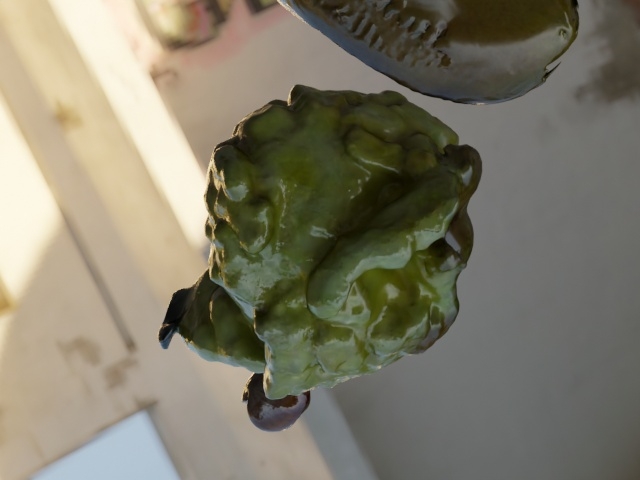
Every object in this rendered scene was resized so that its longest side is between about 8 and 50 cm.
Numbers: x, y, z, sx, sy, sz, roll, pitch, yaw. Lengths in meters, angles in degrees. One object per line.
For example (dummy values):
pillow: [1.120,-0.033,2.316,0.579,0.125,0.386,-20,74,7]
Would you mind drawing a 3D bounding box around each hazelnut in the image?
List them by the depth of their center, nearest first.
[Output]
hazelnut: [-0.053,0.181,2.134,0.086,0.086,0.086,-23,-165,7]

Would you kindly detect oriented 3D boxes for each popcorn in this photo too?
popcorn: [0.009,0.002,1.527,0.237,0.293,0.293,19,-160,0]

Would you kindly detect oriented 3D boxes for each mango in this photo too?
mango: [0.069,-0.195,1.316,0.151,0.248,0.156,-59,176,-23]
